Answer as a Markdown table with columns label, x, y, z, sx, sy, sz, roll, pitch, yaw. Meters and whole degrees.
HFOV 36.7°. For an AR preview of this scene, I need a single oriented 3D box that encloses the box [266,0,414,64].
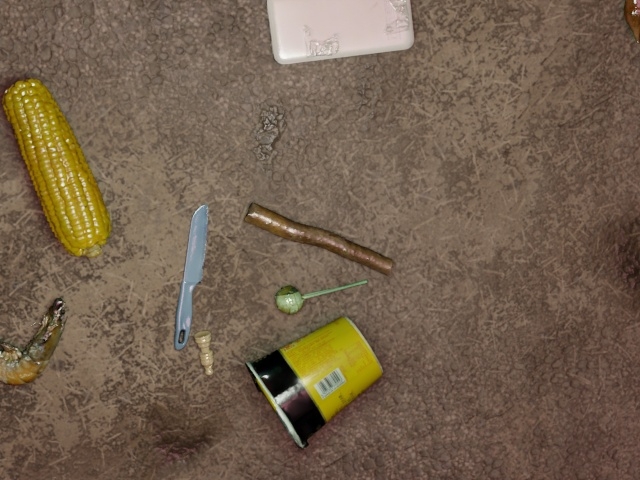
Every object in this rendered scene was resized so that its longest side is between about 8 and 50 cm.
| label | x | y | z | sx | sy | sz | roll | pitch | yaw |
| --- | --- | --- | --- | --- | --- | --- | --- | --- | --- |
| box | 0.041 | -0.434 | 1.915 | 0.285 | 0.044 | 0.142 | -8 | 100 | -6 |

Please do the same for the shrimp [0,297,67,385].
| label | x | y | z | sx | sy | sz | roll | pitch | yaw |
| --- | --- | --- | --- | --- | --- | --- | --- | --- | --- |
| shrimp | -0.603 | 0.190 | 1.949 | 0.150 | 0.051 | 0.217 | 33 | 99 | -5 |

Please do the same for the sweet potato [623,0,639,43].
| label | x | y | z | sx | sy | sz | roll | pitch | yaw |
| --- | --- | --- | --- | --- | --- | --- | --- | --- | --- |
| sweet potato | 0.652 | -0.463 | 1.991 | 0.049 | 0.049 | 0.117 | -10 | 105 | -6 |

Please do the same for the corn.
| label | x | y | z | sx | sy | sz | roll | pitch | yaw |
| --- | --- | --- | --- | --- | --- | --- | --- | --- | --- |
| corn | -0.504 | -0.136 | 1.859 | 0.120 | 0.120 | 0.363 | -21 | 103 | -3 |

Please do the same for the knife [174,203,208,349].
| label | x | y | z | sx | sy | sz | roll | pitch | yaw |
| --- | --- | --- | --- | --- | --- | --- | --- | --- | --- |
| knife | -0.265 | 0.077 | 1.988 | 0.044 | 0.019 | 0.313 | 6 | 100 | -17 |

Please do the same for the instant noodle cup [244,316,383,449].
| label | x | y | z | sx | sy | sz | roll | pitch | yaw |
| --- | --- | --- | --- | --- | --- | --- | --- | --- | --- |
| instant noodle cup | -0.006 | 0.279 | 1.978 | 0.236 | 0.215 | 0.215 | -33 | 104 | -8 |

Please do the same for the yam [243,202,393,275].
| label | x | y | z | sx | sy | sz | roll | pitch | yaw |
| --- | --- | --- | --- | --- | --- | --- | --- | --- | --- |
| yam | 0.000 | 0.000 | 1.995 | 0.327 | 0.045 | 0.045 | 22 | 127 | -12 |

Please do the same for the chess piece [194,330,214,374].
| label | x | y | z | sx | sy | sz | roll | pitch | yaw |
| --- | --- | --- | --- | --- | --- | --- | --- | --- | --- |
| chess piece | -0.238 | 0.238 | 2.016 | 0.035 | 0.035 | 0.092 | -11 | 106 | -6 |

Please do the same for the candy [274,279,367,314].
| label | x | y | z | sx | sy | sz | roll | pitch | yaw |
| --- | --- | --- | --- | --- | --- | --- | --- | --- | --- |
| candy | 0.004 | 0.107 | 2.020 | 0.202 | 0.061 | 0.061 | -14 | 103 | -13 |
